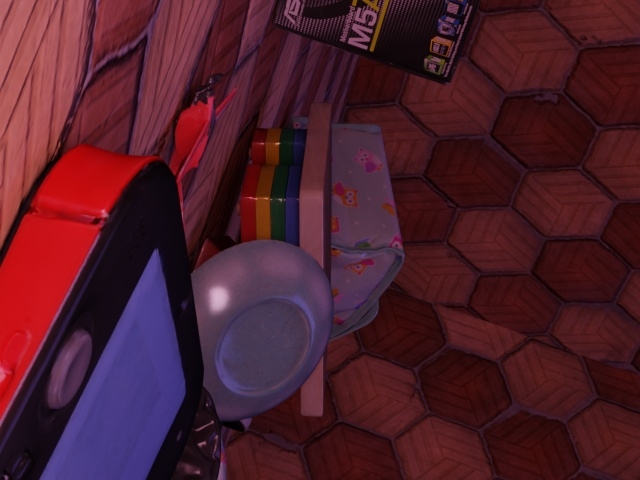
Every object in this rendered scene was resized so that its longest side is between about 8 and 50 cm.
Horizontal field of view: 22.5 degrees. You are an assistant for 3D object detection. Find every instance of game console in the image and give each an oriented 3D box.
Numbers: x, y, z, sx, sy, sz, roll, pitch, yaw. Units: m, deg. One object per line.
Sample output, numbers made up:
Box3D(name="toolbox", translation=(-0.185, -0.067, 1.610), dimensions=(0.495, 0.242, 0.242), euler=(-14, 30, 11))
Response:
Box3D(name="game console", translation=(-0.151, 0.160, 0.867), dimensions=(0.386, 0.060, 0.342), euler=(91, 17, -64))

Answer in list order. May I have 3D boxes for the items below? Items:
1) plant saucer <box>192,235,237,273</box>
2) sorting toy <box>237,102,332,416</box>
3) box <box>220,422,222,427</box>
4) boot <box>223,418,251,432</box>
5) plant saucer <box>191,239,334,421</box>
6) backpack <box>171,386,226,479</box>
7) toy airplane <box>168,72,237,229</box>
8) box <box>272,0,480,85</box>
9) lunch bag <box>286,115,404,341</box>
Box3D(name="plant saucer", translation=(-0.135, 0.124, 1.763), dimensions=(0.259, 0.047, 0.258), euler=(-32, 141, -88))
Box3D(name="sorting toy", translation=(-0.036, 0.014, 1.719), dimensions=(0.257, 0.089, 0.255), euler=(-86, 176, -65))
Box3D(name="box", translation=(-0.121, 0.192, 1.669), dimensions=(0.162, 0.029, 0.116), euler=(-63, 172, -79))
Box3D(name="boot", translation=(-0.114, 0.155, 2.170), dimensions=(0.244, 0.088, 0.176), euler=(94, 14, -70))
Box3D(name="plant saucer", translation=(-0.063, 0.095, 1.549), dimensions=(0.037, 0.195, 0.195), euler=(37, -68, 53))
Box3D(name="backpack", translation=(-0.134, 0.190, 1.269), dimensions=(0.182, 0.115, 0.152), euler=(121, -19, -64))
Box3D(name="toy airplane", translation=(-0.098, -0.057, 1.171), dimensions=(0.151, 0.028, 0.151), euler=(20, 90, -87))
Box3D(name="box", translation=(0.062, -0.252, 1.501), dimensions=(0.191, 0.184, 0.045), euler=(109, -1, -46))
Box3D(name="lunch bag", translation=(0.000, 0.000, 2.155), dimensions=(0.262, 0.160, 0.223), euler=(117, -29, -49))
